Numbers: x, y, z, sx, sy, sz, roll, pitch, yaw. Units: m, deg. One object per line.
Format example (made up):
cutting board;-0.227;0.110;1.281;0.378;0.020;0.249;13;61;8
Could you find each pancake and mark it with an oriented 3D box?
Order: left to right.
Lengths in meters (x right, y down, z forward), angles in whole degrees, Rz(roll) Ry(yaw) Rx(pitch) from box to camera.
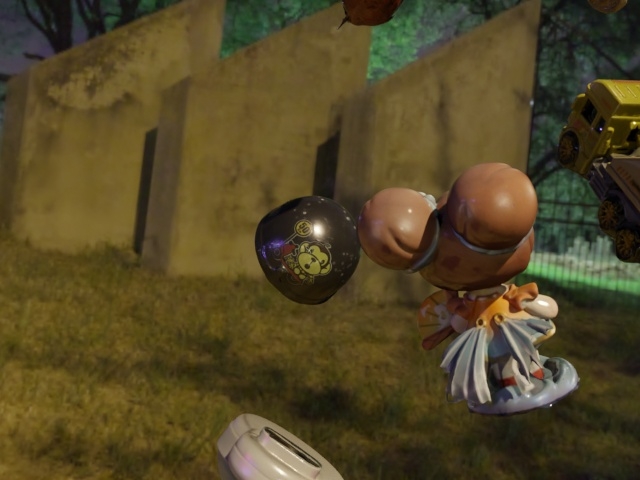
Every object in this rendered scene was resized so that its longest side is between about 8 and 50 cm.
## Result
pancake;0.700;-0.622;1.765;0.022;0.139;0.139;-35;8;-13

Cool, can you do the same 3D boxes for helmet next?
helmet;0.000;0.000;1.535;0.160;0.230;0.279;-34;4;44

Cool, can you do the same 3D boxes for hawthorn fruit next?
hawthorn fruit;0.126;-0.659;1.931;0.181;0.181;0.235;9;-44;-45

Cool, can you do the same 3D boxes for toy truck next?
toy truck;0.602;-0.139;1.310;0.180;0.254;0.405;1;43;-13

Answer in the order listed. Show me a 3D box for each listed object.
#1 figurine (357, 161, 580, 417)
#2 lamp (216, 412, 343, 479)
figurine;0.245;0.076;1.125;0.276;0.388;0.248;-13;8;29
lamp;-0.058;0.302;0.908;0.179;0.108;0.246;29;-11;8
